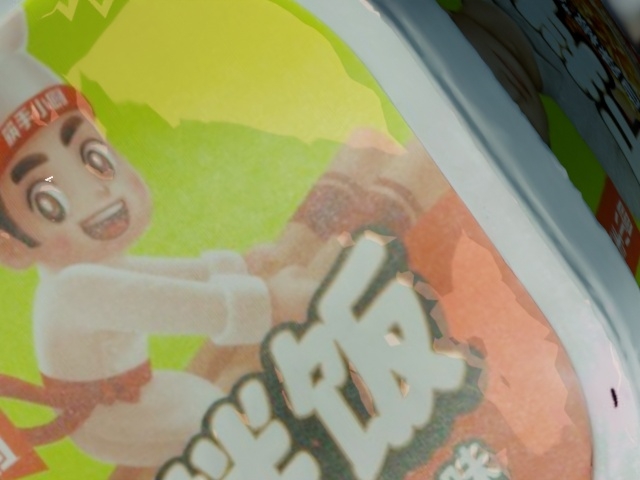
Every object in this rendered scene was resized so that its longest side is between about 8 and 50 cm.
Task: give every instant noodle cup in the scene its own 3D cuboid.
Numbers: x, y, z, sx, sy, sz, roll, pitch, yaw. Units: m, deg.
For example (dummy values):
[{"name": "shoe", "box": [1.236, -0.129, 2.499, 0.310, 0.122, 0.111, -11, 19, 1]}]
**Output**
[{"name": "instant noodle cup", "box": [0.000, 0.000, 0.697, 0.293, 0.308, 0.294, 6, 109, 17]}]
